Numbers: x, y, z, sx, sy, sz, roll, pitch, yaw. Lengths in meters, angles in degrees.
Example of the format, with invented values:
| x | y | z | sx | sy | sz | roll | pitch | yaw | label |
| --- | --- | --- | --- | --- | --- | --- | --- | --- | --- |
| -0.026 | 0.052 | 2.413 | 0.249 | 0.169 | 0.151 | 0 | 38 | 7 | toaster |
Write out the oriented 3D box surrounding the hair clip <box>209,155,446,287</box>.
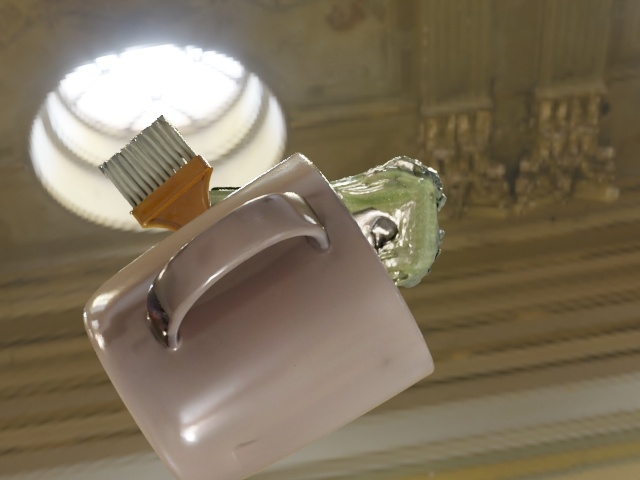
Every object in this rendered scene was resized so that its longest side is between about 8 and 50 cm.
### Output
| x | y | z | sx | sy | sz | roll | pitch | yaw | label |
| --- | --- | --- | --- | --- | --- | --- | --- | --- | --- |
| 0.000 | 0.000 | 1.423 | 0.321 | 0.091 | 0.138 | -5 | -99 | 38 | hair clip |

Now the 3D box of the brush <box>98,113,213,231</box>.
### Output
| x | y | z | sx | sy | sz | roll | pitch | yaw | label |
| --- | --- | --- | --- | --- | --- | --- | --- | --- | --- |
| -0.095 | 0.010 | 1.319 | 0.090 | 0.017 | 0.314 | -41 | -114 | 2 | brush |

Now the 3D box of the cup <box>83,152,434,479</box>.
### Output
| x | y | z | sx | sy | sz | roll | pitch | yaw | label |
| --- | --- | --- | --- | --- | --- | --- | --- | --- | --- |
| -0.055 | 0.056 | 1.002 | 0.200 | 0.253 | 0.191 | -31 | -112 | -6 | cup |
